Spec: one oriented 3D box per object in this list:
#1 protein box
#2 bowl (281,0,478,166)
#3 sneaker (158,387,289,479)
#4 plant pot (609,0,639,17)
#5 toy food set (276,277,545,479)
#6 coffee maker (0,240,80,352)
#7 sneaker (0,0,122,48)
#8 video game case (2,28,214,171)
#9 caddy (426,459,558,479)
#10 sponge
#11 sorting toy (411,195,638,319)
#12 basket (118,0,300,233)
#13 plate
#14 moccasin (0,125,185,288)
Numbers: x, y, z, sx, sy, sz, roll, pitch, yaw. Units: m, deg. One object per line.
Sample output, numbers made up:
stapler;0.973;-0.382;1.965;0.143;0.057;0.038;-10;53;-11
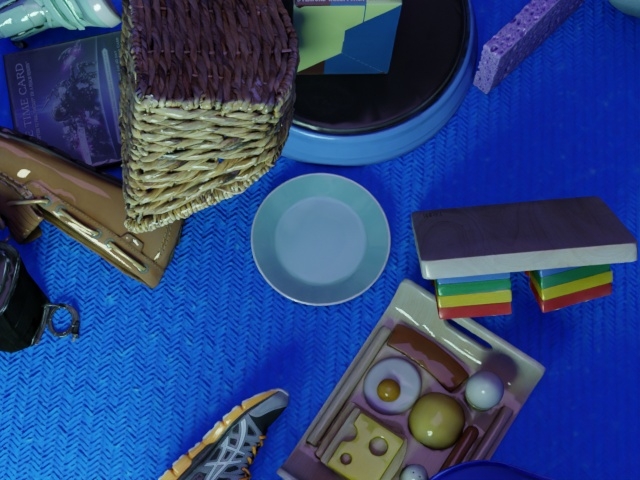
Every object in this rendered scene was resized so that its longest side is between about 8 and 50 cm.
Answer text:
protein box;0.026;-0.349;1.788;0.136;0.200;0.201;-1;71;-3
bowl;0.028;-0.296;1.917;0.391;0.077;0.391;1;71;-2
sneaker;-0.113;0.271;1.727;0.215;0.084;0.083;-44;80;-5
plant pot;0.517;-0.409;1.877;0.247;0.252;0.248;18;72;3
toy food set;0.115;0.230;1.738;0.219;0.092;0.306;33;73;8
coffee maker;-0.403;0.066;1.729;0.171;0.178;0.120;-9;73;-5
sneaker;-0.361;-0.302;1.840;0.151;0.256;0.094;-34;115;-11
video game case;-0.288;-0.194;1.888;0.274;0.026;0.196;-12;72;0
caddy;0.250;0.401;1.638;0.341;0.179;0.241;20;84;-12
sponge;0.298;-0.301;1.905;0.031;0.117;0.210;42;75;13
sorting toy;0.251;0.024;1.745;0.255;0.257;0.089;-5;104;2
basket;-0.142;-0.181;1.729;0.213;0.223;0.299;0;44;-12
plate;0.000;0.000;1.846;0.188;0.024;0.188;1;72;-3
moccasin;-0.370;-0.048;1.789;0.380;0.139;0.147;25;81;-12
